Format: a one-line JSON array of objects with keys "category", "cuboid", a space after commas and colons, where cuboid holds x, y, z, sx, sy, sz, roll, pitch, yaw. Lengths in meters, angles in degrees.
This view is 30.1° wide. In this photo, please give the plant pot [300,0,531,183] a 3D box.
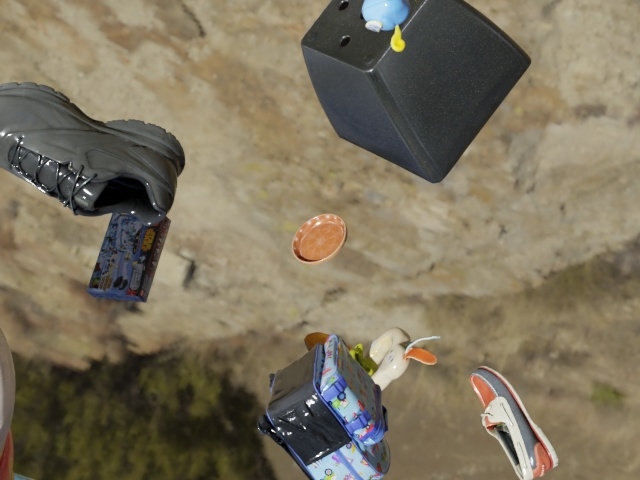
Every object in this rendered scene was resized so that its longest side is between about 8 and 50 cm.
[{"category": "plant pot", "cuboid": [0.092, -0.209, 1.360, 0.187, 0.188, 0.167, 31, 170, 43]}]

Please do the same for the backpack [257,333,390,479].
[{"category": "backpack", "cuboid": [0.023, 0.219, 1.383, 0.173, 0.117, 0.158, 54, -167, -11]}]

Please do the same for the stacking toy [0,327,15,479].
[{"category": "stacking toy", "cuboid": [-0.471, 0.281, 1.399, 0.351, 0.350, 0.480, 18, 152, 16]}]

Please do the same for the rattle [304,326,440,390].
[{"category": "rattle", "cuboid": [0.085, 0.165, 1.908, 0.142, 0.130, 0.200, 49, 158, -5]}]

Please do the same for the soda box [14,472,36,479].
[{"category": "soda box", "cuboid": [-0.434, 0.384, 1.706, 0.210, 0.067, 0.071, 6, -161, 37]}]

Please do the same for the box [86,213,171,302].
[{"category": "box", "cuboid": [-0.287, 0.023, 1.789, 0.094, 0.137, 0.027, 5, 157, 26]}]

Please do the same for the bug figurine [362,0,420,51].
[{"category": "bug figurine", "cuboid": [0.046, -0.265, 0.817, 0.072, 0.216, 0.279, -8, 170, -5]}]

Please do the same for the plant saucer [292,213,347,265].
[{"category": "plant saucer", "cuboid": [0.000, 0.000, 1.652, 0.083, 0.083, 0.013, 9, 150, 37]}]

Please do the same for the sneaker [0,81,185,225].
[{"category": "sneaker", "cuboid": [-0.298, -0.096, 1.397, 0.286, 0.130, 0.109, 12, 133, -15]}]

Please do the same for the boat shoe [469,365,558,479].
[{"category": "boat shoe", "cuboid": [0.196, 0.193, 1.265, 0.137, 0.043, 0.049, 56, 160, 27]}]
